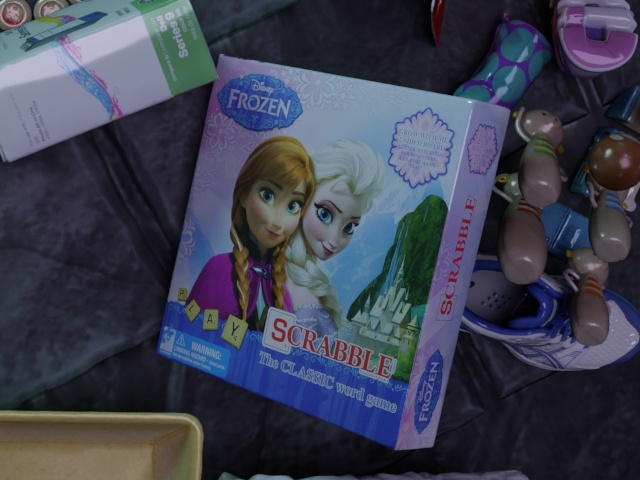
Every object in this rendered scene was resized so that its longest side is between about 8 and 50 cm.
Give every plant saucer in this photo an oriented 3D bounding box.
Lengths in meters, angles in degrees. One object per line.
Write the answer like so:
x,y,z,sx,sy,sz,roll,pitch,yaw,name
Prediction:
-0.291,0.323,1.316,0.333,0.081,0.332,2,98,-7,plant saucer

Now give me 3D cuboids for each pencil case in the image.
0.179,-0.162,1.393,0.070,0.064,0.151,38,86,8,pencil case

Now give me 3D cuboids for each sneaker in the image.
0.284,-0.274,1.396,0.095,0.104,0.236,5,74,1,sneaker
0.234,0.084,1.409,0.296,0.131,0.112,15,92,-17,sneaker

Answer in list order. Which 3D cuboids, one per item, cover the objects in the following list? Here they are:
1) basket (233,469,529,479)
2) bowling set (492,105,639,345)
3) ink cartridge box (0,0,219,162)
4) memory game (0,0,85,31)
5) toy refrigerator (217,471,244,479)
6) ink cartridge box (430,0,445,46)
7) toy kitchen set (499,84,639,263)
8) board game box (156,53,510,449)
0.068,0.422,1.250,0.331,0.266,0.328,0,105,-9,basket
0.246,-0.051,1.284,0.287,0.154,0.200,40,124,-21,bowling set
-0.223,-0.166,1.237,0.212,0.154,0.093,-25,114,-10,ink cartridge box
-0.290,-0.294,1.281,0.186,0.012,0.186,-2,98,-15,memory game
-0.010,0.358,1.404,0.269,0.094,0.102,28,97,-16,toy refrigerator
0.191,-0.377,1.237,0.091,0.308,0.385,14,94,5,ink cartridge box
0.314,-0.070,1.388,0.122,0.166,0.207,26,90,-17,toy kitchen set
0.000,0.000,1.252,0.066,0.319,0.318,7,96,-51,board game box
